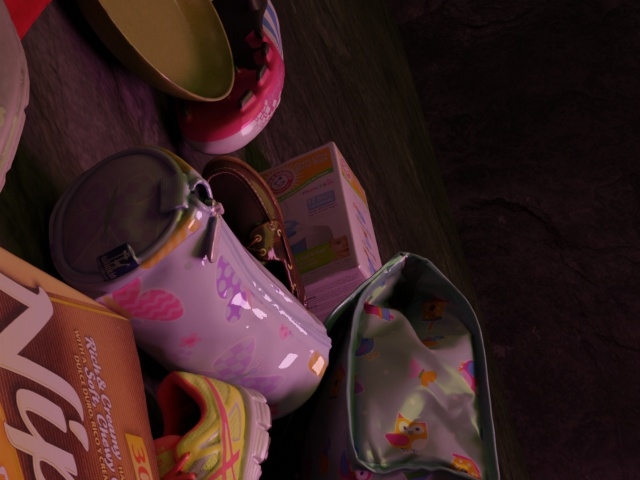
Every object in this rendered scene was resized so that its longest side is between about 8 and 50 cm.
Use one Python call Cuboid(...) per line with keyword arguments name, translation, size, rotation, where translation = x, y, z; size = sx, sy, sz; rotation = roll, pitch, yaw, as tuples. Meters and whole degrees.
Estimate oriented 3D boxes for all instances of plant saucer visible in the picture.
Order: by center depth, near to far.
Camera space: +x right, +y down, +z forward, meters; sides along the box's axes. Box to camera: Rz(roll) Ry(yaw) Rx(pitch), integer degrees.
Cuboid(name="plant saucer", translation=(-0.171, -0.229, 1.035), size=(0.241, 0.037, 0.241), rotation=(48, 24, -31))

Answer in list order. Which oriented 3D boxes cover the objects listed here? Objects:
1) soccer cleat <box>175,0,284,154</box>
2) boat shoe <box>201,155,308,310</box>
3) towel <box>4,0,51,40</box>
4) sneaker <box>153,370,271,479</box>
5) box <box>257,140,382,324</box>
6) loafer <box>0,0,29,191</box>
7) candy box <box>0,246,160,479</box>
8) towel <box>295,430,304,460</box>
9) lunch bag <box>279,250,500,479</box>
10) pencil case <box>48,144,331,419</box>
Cuboid(name="soccer cleat", translation=(-0.084, -0.172, 1.217), size=(0.331, 0.116, 0.143), rotation=(-89, 166, -51))
Cuboid(name="boat shoe", translation=(-0.064, 0.014, 1.102), size=(0.073, 0.073, 0.207), rotation=(-87, 153, -65))
Cuboid(name="towel", translation=(-0.275, -0.280, 0.782), size=(0.275, 0.031, 0.199), rotation=(61, 17, -27))
Cuboid(name="sneaker", translation=(-0.091, 0.180, 0.761), size=(0.094, 0.081, 0.208), rotation=(36, 32, -33))
Cuboid(name="box", translation=(0.000, 0.000, 1.292), size=(0.103, 0.114, 0.203), rotation=(54, 20, -46))
Cuboid(name="loafer", translation=(-0.232, -0.136, 0.596), size=(0.111, 0.112, 0.319), rotation=(31, 37, -49))
Cuboid(name="candy box", translation=(-0.180, 0.085, 0.481), size=(0.316, 0.088, 0.183), rotation=(44, 28, -61))
Cuboid(name="towel", translation=(0.000, 0.207, 1.173), size=(0.110, 0.027, 0.148), rotation=(56, 19, -49))
Cuboid(name="lunch bag", translation=(0.056, 0.167, 1.008), size=(0.262, 0.160, 0.223), rotation=(-93, -165, -45))
Cuboid(name="pencil case", translation=(-0.091, 0.042, 0.838), size=(0.273, 0.124, 0.113), rotation=(55, 11, -51))
